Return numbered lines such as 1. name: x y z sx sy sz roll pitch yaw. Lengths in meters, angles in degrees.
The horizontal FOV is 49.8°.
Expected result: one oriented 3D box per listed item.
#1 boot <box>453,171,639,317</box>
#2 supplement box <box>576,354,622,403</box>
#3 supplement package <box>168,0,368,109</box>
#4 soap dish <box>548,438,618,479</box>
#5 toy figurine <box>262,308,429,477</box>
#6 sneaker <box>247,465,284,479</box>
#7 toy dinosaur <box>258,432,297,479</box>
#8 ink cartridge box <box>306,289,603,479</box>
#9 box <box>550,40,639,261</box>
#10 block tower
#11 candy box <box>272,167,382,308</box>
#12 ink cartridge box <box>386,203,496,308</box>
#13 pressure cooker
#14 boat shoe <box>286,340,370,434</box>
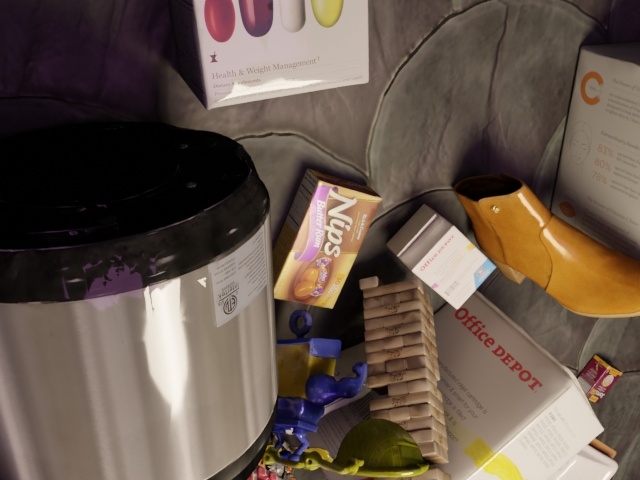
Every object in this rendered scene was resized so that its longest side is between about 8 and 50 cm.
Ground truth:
1. boot: 0.336 -0.001 1.005 0.104 0.295 0.211 -51 126 -19
2. supplement box: 0.563 0.283 1.406 0.055 0.043 0.083 25 104 -34
3. supplement package: -0.062 -0.276 0.760 0.194 0.149 0.203 -14 122 -17
4. soap dish: 0.447 0.495 1.419 0.229 0.118 0.291 33 99 -34
5. toy figurine: -0.033 0.193 0.932 0.191 0.362 0.217 23 66 -41
6. sneaker: -0.174 0.373 0.992 0.299 0.112 0.121 12 68 -4
7. toy dinosaur: -0.095 0.442 1.125 0.322 0.164 0.218 45 72 -7
8. ink cartridge box: 0.202 0.304 1.107 0.385 0.279 0.160 -41 126 0
9. box: 0.506 -0.113 1.069 0.168 0.215 0.345 -11 120 -20
10. block tower: 0.123 0.215 0.990 0.097 0.335 0.091 -13 151 17
11. candy box: 0.000 0.000 0.994 0.109 0.053 0.186 14 110 -30
12. ink cartridge box: 0.180 0.020 1.063 0.092 0.090 0.143 -48 124 4
13. pressure cooker: -0.228 0.115 0.755 0.370 0.375 0.420 -13 120 -21
14. boat shoe: 0.012 0.223 1.097 0.226 0.083 0.076 -39 126 -1
